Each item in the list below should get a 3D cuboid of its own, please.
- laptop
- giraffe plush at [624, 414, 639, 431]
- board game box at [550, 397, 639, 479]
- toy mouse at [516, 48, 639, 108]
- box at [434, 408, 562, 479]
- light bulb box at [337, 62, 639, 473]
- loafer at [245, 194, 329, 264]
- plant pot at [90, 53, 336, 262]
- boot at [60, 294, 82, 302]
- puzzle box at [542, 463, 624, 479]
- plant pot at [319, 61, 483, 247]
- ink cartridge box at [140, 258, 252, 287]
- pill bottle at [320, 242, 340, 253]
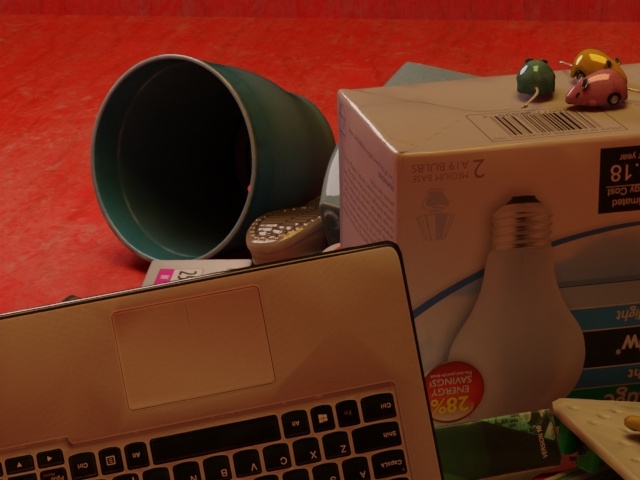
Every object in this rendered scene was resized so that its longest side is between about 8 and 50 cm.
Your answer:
[{"bbox_3d":[-0.077,0.231,1.292,0.382,0.408,0.236,-11,0,-6],"label":"laptop"},{"bbox_3d":[0.358,0.125,1.588,0.170,0.181,0.210,-7,52,-19],"label":"giraffe plush"},{"bbox_3d":[0.443,0.231,1.564,0.390,0.050,0.390,4,13,-15],"label":"board game box"},{"bbox_3d":[0.244,-0.158,1.761,0.143,0.031,0.161,-18,27,-36],"label":"toy mouse"},{"bbox_3d":[0.025,0.218,1.596,0.322,0.058,0.232,-9,-15,-16],"label":"box"},{"bbox_3d":[0.213,0.032,1.817,0.358,0.361,0.225,-6,23,-11],"label":"light bulb box"},{"bbox_3d":[0.000,0.000,2.275,0.102,0.092,0.268,1,12,31],"label":"loafer"},{"bbox_3d":[-0.122,-0.108,2.399,0.272,0.271,0.255,12,10,33],"label":"plant pot"},{"bbox_3d":[-0.203,0.164,1.879,0.229,0.091,0.263,18,45,11],"label":"boot"},{"bbox_3d":[0.220,0.301,1.536,0.409,0.052,0.272,-16,24,-34],"label":"puzzle box"},{"bbox_3d":[0.141,-0.037,2.196,0.248,0.247,0.252,16,43,40],"label":"plant pot"},{"bbox_3d":[-0.099,0.095,2.107,0.239,0.060,0.275,-1,20,5],"label":"ink cartridge box"},{"bbox_3d":[0.076,0.079,2.054,0.180,0.108,0.108,22,31,36],"label":"pill bottle"}]
